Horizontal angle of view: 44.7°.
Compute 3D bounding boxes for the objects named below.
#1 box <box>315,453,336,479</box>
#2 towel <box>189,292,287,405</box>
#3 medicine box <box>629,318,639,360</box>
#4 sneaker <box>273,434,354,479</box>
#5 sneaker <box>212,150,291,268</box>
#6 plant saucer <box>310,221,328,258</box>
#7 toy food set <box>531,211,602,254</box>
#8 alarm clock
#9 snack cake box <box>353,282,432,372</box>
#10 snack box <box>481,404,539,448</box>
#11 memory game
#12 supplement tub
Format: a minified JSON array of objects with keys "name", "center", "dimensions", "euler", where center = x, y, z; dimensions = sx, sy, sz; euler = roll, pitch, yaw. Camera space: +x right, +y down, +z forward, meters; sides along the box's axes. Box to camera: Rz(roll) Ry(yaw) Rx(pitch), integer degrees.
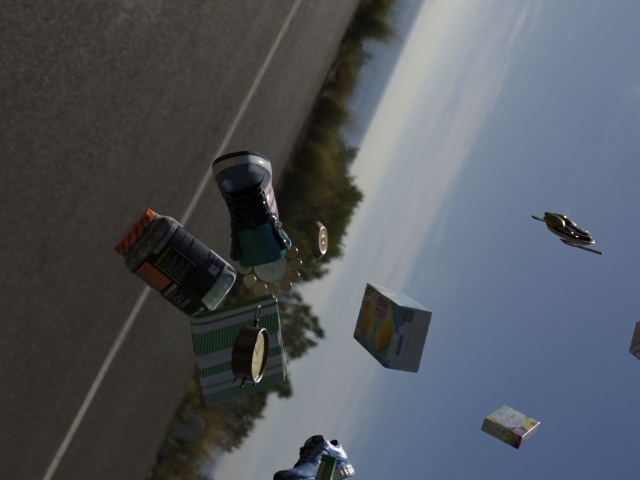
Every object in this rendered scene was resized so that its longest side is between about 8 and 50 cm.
[{"name":"box","center":[0.009,0.644,2.069],"dimensions":[0.179,0.043,0.105],"euler":[88,18,-58]},{"name":"towel","center":[-0.218,0.298,2.113],"dimensions":[0.038,0.247,0.325],"euler":[-122,-158,-49]},{"name":"medicine box","center":[1.029,0.268,2.066],"dimensions":[0.289,0.263,0.149],"euler":[-52,179,43]},{"name":"sneaker","center":[-0.035,0.656,2.280],"dimensions":[0.129,0.147,0.330],"euler":[-28,163,29]},{"name":"sneaker","center":[-0.132,-0.042,1.481],"dimensions":[0.295,0.123,0.179],"euler":[71,6,-73]},{"name":"plant saucer","center":[0.000,0.000,1.712],"dimensions":[0.083,0.015,0.083],"euler":[0,90,-69]},{"name":"toy food set","center":[0.608,-0.029,1.898],"dimensions":[0.192,0.132,0.039],"euler":[-113,-139,-67]},{"name":"alarm clock","center":[-0.162,0.246,1.818],"dimensions":[0.129,0.064,0.192],"euler":[38,63,-75]},{"name":"snack cake box","center":[0.172,0.208,1.910],"dimensions":[0.264,0.089,0.152],"euler":[-148,-110,-74]},{"name":"snack box","center":[0.470,0.459,1.925],"dimensions":[0.141,0.100,0.037],"euler":[-6,115,-58]},{"name":"memory game","center":[-0.146,0.072,2.249],"dimensions":[0.012,0.186,0.186],"euler":[-80,-166,-78]},{"name":"supplement tub","center":[-0.412,0.064,2.198],"dimensions":[0.193,0.316,0.193],"euler":[-44,-164,16]}]
